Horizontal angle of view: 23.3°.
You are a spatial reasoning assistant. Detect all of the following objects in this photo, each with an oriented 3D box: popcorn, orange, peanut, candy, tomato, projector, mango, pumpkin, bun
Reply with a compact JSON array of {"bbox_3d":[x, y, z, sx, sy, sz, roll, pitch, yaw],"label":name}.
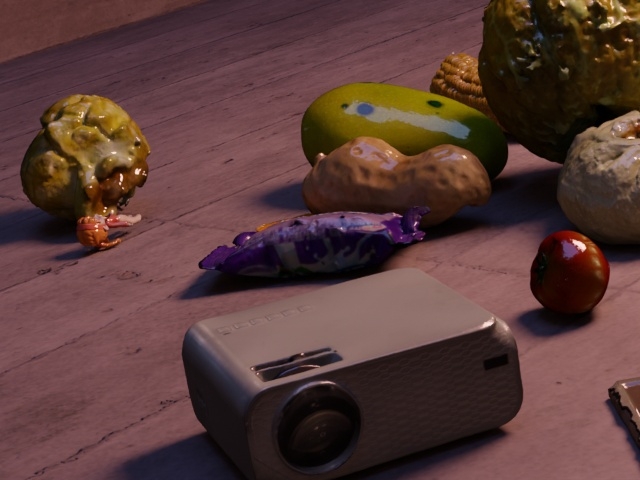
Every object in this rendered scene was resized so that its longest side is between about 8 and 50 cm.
[{"bbox_3d":[-0.324,-0.098,2.169,0.198,0.198,0.212,-17,45,-21],"label":"popcorn"},{"bbox_3d":[0.345,-0.213,1.907,0.301,0.300,0.223,1,52,1],"label":"orange"},{"bbox_3d":[0.090,-0.068,1.923,0.263,0.117,0.101,5,44,33],"label":"peanut"},{"bbox_3d":[0.000,0.000,1.825,0.275,0.070,0.145,-8,11,18],"label":"candy"},{"bbox_3d":[0.254,0.035,1.559,0.075,0.087,0.087,15,12,-16],"label":"tomato"},{"bbox_3d":[0.025,0.120,1.372,0.250,0.108,0.198,-14,18,-18],"label":"projector"},{"bbox_3d":[0.113,-0.136,2.082,0.293,0.143,0.175,9,25,23],"label":"mango"},{"bbox_3d":[-0.039,-0.011,1.944,0.083,0.028,0.050,-7,17,9],"label":"pumpkin"},{"bbox_3d":[0.360,-0.082,1.759,0.195,0.118,0.195,-16,28,9],"label":"bun"}]

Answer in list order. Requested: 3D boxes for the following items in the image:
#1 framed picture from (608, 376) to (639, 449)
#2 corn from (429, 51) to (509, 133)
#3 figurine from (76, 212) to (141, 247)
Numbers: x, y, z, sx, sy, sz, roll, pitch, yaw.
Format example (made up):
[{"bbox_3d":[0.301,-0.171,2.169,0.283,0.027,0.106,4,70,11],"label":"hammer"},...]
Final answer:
[{"bbox_3d":[0.363,0.155,1.225,0.213,0.016,0.289,-10,17,0],"label":"framed picture"},{"bbox_3d":[0.259,-0.215,2.319,0.101,0.101,0.291,-17,22,-22],"label":"corn"},{"bbox_3d":[-0.280,-0.017,2.066,0.064,0.047,0.109,-7,7,34],"label":"figurine"}]
